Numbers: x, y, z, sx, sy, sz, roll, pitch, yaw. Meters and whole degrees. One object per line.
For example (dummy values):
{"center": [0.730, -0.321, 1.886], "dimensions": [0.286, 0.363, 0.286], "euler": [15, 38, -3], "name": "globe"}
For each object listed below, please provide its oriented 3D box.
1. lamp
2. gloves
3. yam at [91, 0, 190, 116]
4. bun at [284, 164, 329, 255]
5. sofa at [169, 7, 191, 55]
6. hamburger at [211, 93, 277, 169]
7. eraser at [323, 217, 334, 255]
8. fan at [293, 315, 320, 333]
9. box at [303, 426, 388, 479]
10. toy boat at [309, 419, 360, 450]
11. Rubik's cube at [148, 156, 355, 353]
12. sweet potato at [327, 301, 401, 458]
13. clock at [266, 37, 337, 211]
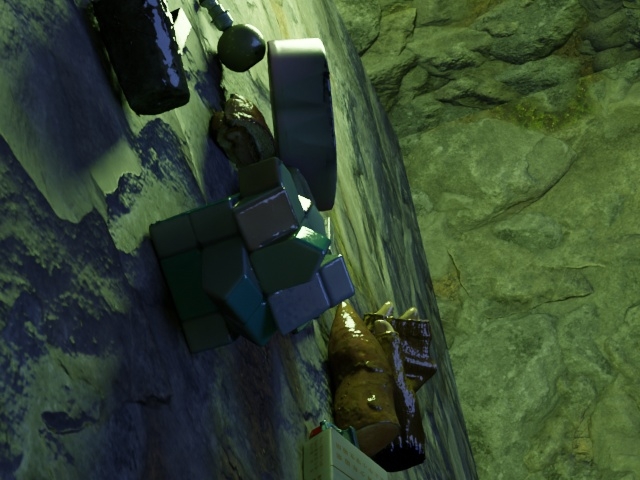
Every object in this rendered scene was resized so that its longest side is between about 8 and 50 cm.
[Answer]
{"center": [-0.171, -0.390, 1.981], "dimensions": [0.163, 0.091, 0.091], "euler": [53, 14, -7], "name": "lamp"}
{"center": [0.141, 0.291, 2.196], "dimensions": [0.203, 0.155, 0.356], "euler": [42, 47, -55], "name": "gloves"}
{"center": [-0.235, -0.258, 1.415], "dimensions": [0.107, 0.107, 0.183], "euler": [-49, 121, -77], "name": "yam"}
{"center": [-0.063, -0.030, 1.822], "dimensions": [0.195, 0.118, 0.195], "euler": [-16, 90, -85], "name": "bun"}
{"center": [-0.230, -0.298, 1.585], "dimensions": [0.039, 0.060, 0.118], "euler": [59, 17, -27], "name": "sofa"}
{"center": [-0.130, -0.198, 1.837], "dimensions": [0.176, 0.087, 0.102], "euler": [46, 30, -60], "name": "hamburger"}
{"center": [0.000, 0.000, 2.231], "dimensions": [0.122, 0.052, 0.029], "euler": [-92, 160, -55], "name": "eraser"}
{"center": [-0.028, 0.146, 1.973], "dimensions": [0.193, 0.016, 0.038], "euler": [-1, 76, -77], "name": "fan"}
{"center": [0.045, 0.420, 1.656], "dimensions": [0.149, 0.067, 0.233], "euler": [40, 24, -24], "name": "box"}
{"center": [0.026, 0.342, 1.817], "dimensions": [0.173, 0.059, 0.069], "euler": [44, 30, -67], "name": "toy boat"}
{"center": [-0.085, 0.016, 1.405], "dimensions": [0.265, 0.213, 0.224], "euler": [-40, 113, -75], "name": "Rubik's cube"}
{"center": [0.079, 0.251, 2.060], "dimensions": [0.131, 0.131, 0.336], "euler": [61, 17, -44], "name": "sweet potato"}
{"center": [-0.037, -0.215, 2.013], "dimensions": [0.338, 0.102, 0.338], "euler": [175, -90, -86], "name": "clock"}
